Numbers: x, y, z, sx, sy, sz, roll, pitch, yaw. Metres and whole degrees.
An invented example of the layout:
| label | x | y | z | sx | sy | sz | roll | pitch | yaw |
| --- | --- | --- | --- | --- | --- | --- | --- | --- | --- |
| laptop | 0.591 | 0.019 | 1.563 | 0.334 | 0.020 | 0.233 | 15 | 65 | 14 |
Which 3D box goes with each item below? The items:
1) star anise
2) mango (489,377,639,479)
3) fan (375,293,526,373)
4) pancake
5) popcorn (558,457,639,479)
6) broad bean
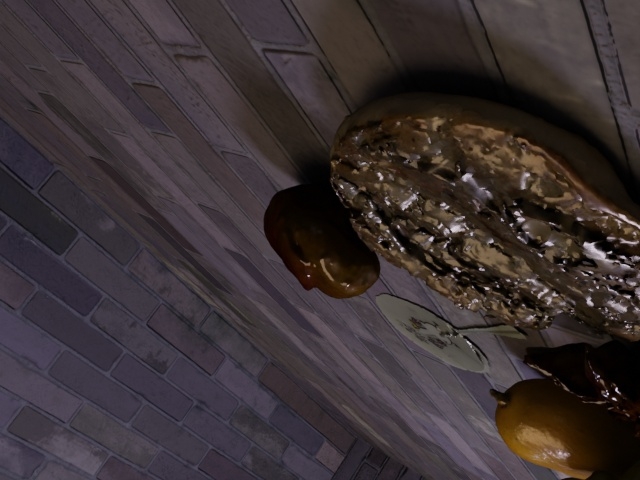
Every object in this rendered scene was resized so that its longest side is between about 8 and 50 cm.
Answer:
| label | x | y | z | sx | sy | sz | roll | pitch | yaw |
| --- | --- | --- | --- | --- | --- | --- | --- | --- | --- |
| star anise | 0.365 | 0.178 | 0.825 | 0.288 | 0.088 | 0.288 | 25 | 169 | 5 |
| mango | 0.385 | 0.286 | 1.057 | 0.316 | 0.119 | 0.176 | 23 | 152 | 4 |
| fan | 0.212 | 0.154 | 1.211 | 0.233 | 0.012 | 0.414 | 37 | 164 | -6 |
| pancake | 0.169 | -0.008 | 0.744 | 0.382 | 0.071 | 0.382 | 29 | 163 | 10 |
| popcorn | 0.427 | 0.398 | 0.896 | 0.312 | 0.312 | 0.312 | 32 | 163 | 11 |
| broad bean | 0.001 | -0.004 | 0.958 | 0.156 | 0.122 | 0.228 | 52 | 174 | -22 |
